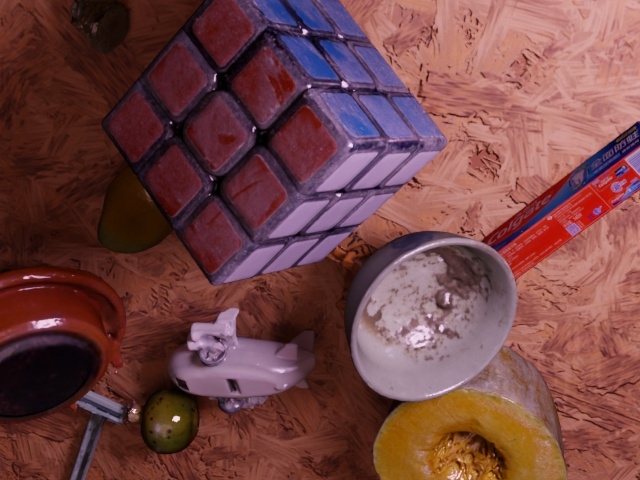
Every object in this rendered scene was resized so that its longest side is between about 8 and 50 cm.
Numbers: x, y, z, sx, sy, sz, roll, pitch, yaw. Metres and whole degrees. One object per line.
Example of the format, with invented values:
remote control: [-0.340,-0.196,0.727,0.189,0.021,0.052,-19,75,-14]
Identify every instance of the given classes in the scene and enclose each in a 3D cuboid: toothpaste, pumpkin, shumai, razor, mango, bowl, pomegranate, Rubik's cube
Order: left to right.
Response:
razor: [-0.447,0.389,2.139,0.111,0.056,0.278,24,128,1]
shumai: [-0.344,-0.335,1.699,0.080,0.082,0.083,28,112,34]
mango: [-0.300,-0.051,1.834,0.130,0.092,0.195,41,121,-18]
pomegranate: [-0.283,0.329,2.044,0.130,0.130,0.130,3,121,5]
Rubik's cube: [-0.060,-0.151,1.567,0.304,0.301,0.305,-41,74,27]
bowl: [0.153,0.097,1.768,0.289,0.146,0.289,-11,120,-19]
pumpkin: [0.273,0.341,1.947,0.332,0.199,0.332,6,118,12]
toothpaste: [0.397,-0.056,1.752,0.320,0.076,0.066,-39,109,24]

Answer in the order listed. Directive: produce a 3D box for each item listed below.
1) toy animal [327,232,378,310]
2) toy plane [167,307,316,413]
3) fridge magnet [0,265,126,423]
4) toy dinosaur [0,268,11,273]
toy animal: [0.005,-0.004,1.833,0.255,0.116,0.114,39,131,1]
toy plane: [-0.139,0.215,1.952,0.267,0.122,0.267,2,138,2]
fridge magnet: [-0.505,0.183,1.899,0.364,0.155,0.363,-18,143,-14]
toy dinosaur: [-0.565,0.103,1.954,0.132,0.096,0.059,-17,118,19]
